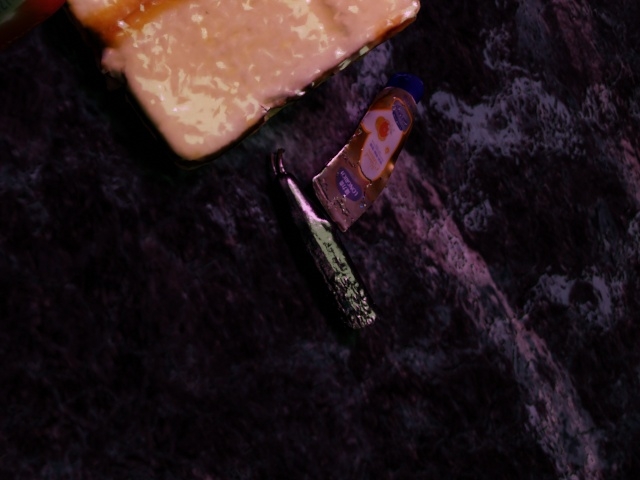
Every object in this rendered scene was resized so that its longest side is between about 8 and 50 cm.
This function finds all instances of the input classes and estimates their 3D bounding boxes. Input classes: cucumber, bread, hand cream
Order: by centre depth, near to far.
[{"bbox_3d":[-0.082,-0.218,1.393,0.236,0.198,0.263,-45,106,-35],"label":"bread"},{"bbox_3d":[0.000,0.000,1.492,0.163,0.039,0.043,61,24,-11],"label":"cucumber"},{"bbox_3d":[0.045,-0.083,1.566,0.062,0.039,0.163,59,45,-33],"label":"hand cream"}]

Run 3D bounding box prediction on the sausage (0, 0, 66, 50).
[{"bbox_3d":[-0.236,-0.142,1.159,0.083,0.264,0.083,22,58,-40],"label":"sausage"}]
